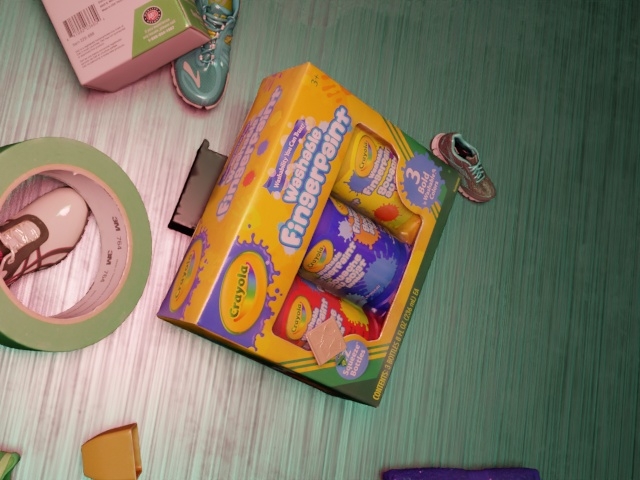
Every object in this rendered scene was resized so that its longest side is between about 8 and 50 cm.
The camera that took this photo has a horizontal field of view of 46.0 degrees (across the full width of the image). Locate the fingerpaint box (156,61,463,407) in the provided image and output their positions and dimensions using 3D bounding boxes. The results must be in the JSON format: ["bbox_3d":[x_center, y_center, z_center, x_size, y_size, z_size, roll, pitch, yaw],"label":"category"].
[{"bbox_3d":[0.000,0.000,1.251,0.371,0.163,0.444,31,74,-30],"label":"fingerpaint box"}]

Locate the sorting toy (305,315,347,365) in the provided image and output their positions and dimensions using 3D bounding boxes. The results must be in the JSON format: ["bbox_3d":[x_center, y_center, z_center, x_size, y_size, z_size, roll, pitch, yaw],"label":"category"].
[{"bbox_3d":[0.013,0.166,1.162,0.062,0.012,0.083,-32,106,-32],"label":"sorting toy"}]

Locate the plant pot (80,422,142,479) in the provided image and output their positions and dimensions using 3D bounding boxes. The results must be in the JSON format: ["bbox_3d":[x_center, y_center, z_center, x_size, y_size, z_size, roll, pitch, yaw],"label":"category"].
[{"bbox_3d":[-0.335,0.341,1.202,0.083,0.081,0.081,-6,84,-7],"label":"plant pot"}]

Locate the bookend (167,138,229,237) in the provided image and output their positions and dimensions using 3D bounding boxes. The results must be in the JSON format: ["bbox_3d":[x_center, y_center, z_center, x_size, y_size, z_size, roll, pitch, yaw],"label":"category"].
[{"bbox_3d":[-0.163,-0.070,1.312,0.156,0.072,0.157,21,76,-14],"label":"bookend"}]

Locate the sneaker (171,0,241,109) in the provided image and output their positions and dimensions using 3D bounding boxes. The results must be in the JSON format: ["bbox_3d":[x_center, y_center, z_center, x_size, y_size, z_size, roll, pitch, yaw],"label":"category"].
[{"bbox_3d":[-0.196,-0.368,1.325,0.107,0.110,0.275,11,80,-15],"label":"sneaker"}]

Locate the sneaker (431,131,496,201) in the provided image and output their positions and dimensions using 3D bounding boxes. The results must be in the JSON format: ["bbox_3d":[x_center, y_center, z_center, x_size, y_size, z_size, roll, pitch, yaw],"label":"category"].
[{"bbox_3d":[0.285,-0.142,1.457,0.065,0.076,0.166,-45,96,-17],"label":"sneaker"}]

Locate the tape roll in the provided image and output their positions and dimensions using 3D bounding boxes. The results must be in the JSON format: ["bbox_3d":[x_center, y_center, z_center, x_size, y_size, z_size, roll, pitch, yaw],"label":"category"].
[{"bbox_3d":[-0.405,0.007,1.140,0.321,0.077,0.321,7,81,-50],"label":"tape roll"}]

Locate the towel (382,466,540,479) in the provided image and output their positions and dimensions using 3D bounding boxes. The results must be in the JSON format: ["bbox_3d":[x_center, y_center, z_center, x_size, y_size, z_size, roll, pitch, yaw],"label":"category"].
[{"bbox_3d":[0.257,0.528,1.362,0.309,0.076,0.227,5,74,-16],"label":"towel"}]

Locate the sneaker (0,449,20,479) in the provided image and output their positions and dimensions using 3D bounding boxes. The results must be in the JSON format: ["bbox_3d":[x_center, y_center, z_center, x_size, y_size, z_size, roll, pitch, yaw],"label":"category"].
[{"bbox_3d":[-0.481,0.457,1.122,0.124,0.109,0.295,-7,84,-14],"label":"sneaker"}]

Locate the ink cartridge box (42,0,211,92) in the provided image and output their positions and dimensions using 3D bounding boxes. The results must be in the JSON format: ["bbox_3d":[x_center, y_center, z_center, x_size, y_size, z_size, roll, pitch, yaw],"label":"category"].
[{"bbox_3d":[-0.342,-0.424,1.240,0.211,0.121,0.289,-24,90,12],"label":"ink cartridge box"}]

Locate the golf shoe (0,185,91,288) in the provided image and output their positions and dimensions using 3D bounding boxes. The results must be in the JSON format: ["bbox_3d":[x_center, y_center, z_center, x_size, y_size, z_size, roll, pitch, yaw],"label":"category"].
[{"bbox_3d":[-0.473,0.012,1.184,0.105,0.120,0.273,47,71,-4],"label":"golf shoe"}]
